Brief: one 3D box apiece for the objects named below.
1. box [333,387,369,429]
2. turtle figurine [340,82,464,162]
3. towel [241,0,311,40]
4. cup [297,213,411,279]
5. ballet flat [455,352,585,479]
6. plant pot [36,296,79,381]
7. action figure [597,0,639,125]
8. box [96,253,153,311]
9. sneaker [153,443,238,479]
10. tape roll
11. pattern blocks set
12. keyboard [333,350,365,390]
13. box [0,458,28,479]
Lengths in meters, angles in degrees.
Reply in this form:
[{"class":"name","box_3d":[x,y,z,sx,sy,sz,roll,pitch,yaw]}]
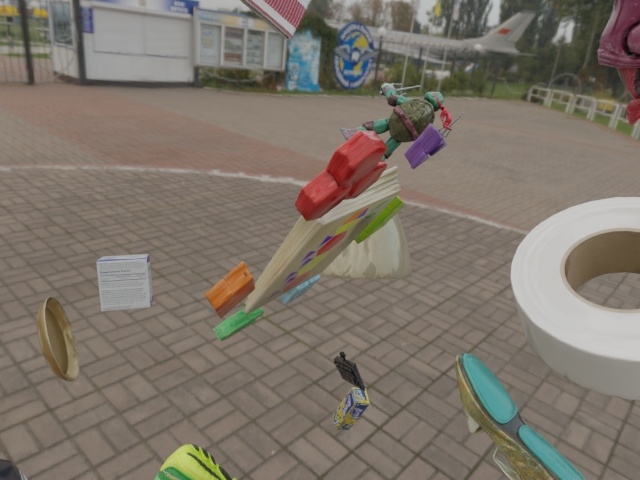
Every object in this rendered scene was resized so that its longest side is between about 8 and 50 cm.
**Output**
[{"class":"box","box_3d":[0.098,0.549,1.539,0.054,0.169,0.059,10,39,-20]},{"class":"turtle figurine","box_3d":[0.168,-0.242,0.961,0.234,0.175,0.118,-32,4,9]},{"class":"towel","box_3d":[-0.118,-0.727,1.275,0.237,0.329,0.037,31,-25,-26]},{"class":"cup","box_3d":[0.077,-0.031,1.240,0.331,0.237,0.331,3,0,0]},{"class":"ballet flat","box_3d":[0.385,0.404,0.998,0.123,0.123,0.348,-13,51,-40]},{"class":"plant pot","box_3d":[-0.704,0.268,1.266,0.032,0.236,0.236,-17,29,-16]},{"class":"action figure","box_3d":[0.406,-0.325,0.560,0.275,0.370,0.248,9,22,13]},{"class":"box","box_3d":[-0.519,0.110,1.263,0.126,0.137,0.072,-3,10,-12]},{"class":"sneaker","box_3d":[-0.216,0.540,0.948,0.123,0.295,0.109,-36,10,-1]},{"class":"tape roll","box_3d":[0.421,0.067,0.656,0.286,0.100,0.286,-19,38,15]},{"class":"pattern blocks set","box_3d":[0.000,0.000,0.494,0.026,0.325,0.285,52,34,12]},{"class":"keyboard","box_3d":[0.073,0.361,1.334,0.023,0.108,0.180,-21,-1,-16]},{"class":"box","box_3d":[-0.245,0.346,0.023,0.471,0.297,0.480,34,76,36]}]
